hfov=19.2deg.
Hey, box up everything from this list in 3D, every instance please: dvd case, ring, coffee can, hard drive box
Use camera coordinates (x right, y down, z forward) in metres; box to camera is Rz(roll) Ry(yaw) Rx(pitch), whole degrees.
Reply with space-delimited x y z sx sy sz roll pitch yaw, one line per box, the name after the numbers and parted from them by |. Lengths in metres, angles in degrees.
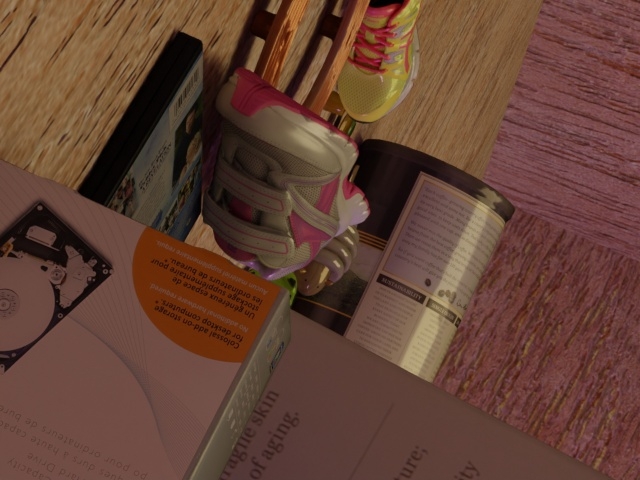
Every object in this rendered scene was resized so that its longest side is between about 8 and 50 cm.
-0.131 -0.011 1.326 0.180 0.022 0.253 -61 171 -25 | dvd case
-0.011 -0.178 1.596 0.336 0.032 0.336 -62 171 -17 | ring
0.086 0.044 2.274 0.201 0.202 0.275 68 47 -79 | coffee can
-0.144 0.101 0.991 0.089 0.181 0.232 92 23 -70 | hard drive box

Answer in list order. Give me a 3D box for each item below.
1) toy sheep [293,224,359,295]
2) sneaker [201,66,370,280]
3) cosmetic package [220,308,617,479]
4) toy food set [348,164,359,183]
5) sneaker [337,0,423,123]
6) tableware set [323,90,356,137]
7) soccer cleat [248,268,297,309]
0.000 0.000 2.020 0.091 0.091 0.132 99 3 -63 | toy sheep
-0.036 -0.037 1.440 0.111 0.103 0.252 -50 155 -12 | sneaker
-0.051 0.262 1.227 0.329 0.394 0.327 -57 169 -26 | cosmetic package
0.008 -0.063 2.119 0.078 0.019 0.122 -67 164 8 | toy food set
0.055 -0.210 1.812 0.094 0.081 0.208 -30 138 -65 | sneaker
0.029 -0.147 1.992 0.104 0.024 0.154 -63 174 4 | tableware set
-0.080 0.088 1.871 0.072 0.060 0.179 -51 -177 46 | soccer cleat
